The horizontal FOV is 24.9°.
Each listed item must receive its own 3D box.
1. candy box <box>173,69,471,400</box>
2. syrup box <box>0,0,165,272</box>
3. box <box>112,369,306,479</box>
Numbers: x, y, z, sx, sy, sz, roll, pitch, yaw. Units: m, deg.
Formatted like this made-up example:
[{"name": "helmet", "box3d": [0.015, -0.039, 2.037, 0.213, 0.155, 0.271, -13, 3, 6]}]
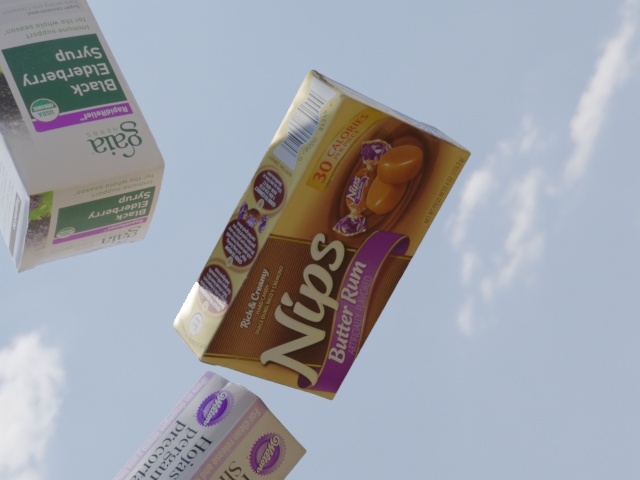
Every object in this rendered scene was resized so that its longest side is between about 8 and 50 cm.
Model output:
[{"name": "candy box", "box3d": [0.000, 0.000, 0.905, 0.109, 0.053, 0.187, 21, -78, -36]}, {"name": "syrup box", "box3d": [-0.194, -0.106, 0.967, 0.093, 0.237, 0.096, -15, -28, -25]}, {"name": "box", "box3d": [-0.141, 0.227, 0.905, 0.324, 0.063, 0.067, -49, -53, -17]}]
